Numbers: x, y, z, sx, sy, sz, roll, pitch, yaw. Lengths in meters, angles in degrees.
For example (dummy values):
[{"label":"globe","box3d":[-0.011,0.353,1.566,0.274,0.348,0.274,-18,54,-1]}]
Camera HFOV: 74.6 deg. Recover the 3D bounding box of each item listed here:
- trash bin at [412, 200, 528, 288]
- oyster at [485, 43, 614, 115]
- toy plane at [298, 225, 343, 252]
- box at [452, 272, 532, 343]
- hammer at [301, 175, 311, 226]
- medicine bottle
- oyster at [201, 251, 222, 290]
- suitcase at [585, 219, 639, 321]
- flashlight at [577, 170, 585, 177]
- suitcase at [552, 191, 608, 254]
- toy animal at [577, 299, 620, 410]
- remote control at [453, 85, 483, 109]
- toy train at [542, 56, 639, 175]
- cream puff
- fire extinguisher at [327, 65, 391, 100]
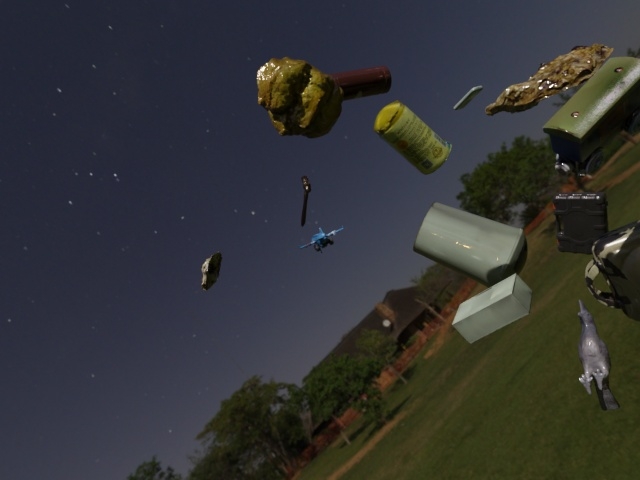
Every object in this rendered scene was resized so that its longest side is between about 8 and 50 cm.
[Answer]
[{"label":"trash bin","box3d":[0.642,0.022,1.781,0.280,0.432,0.280,-52,-23,-34]},{"label":"oyster","box3d":[0.702,-0.487,1.248,0.396,0.110,0.204,-32,9,-7]},{"label":"toy plane","box3d":[0.000,0.000,2.185,0.254,0.105,0.271,-25,-10,-13]},{"label":"box","box3d":[0.545,0.216,1.331,0.225,0.086,0.129,-43,-2,38]},{"label":"hammer","box3d":[-0.045,-0.108,1.233,0.021,0.065,0.178,-6,-40,-11]},{"label":"medicine bottle","box3d":[0.269,-0.310,1.260,0.124,0.239,0.124,-48,17,21]},{"label":"oyster","box3d":[-0.386,0.120,1.459,0.108,0.053,0.165,-77,1,-63]},{"label":"suitcase","box3d":[1.128,0.115,1.480,0.339,0.351,0.194,-27,2,28]},{"label":"flashlight","box3d":[0.841,-0.243,1.356,0.018,0.019,0.083,90,-170,-71]},{"label":"suitcase","box3d":[1.143,-0.074,1.843,0.066,0.206,0.285,-32,-65,-33]},{"label":"toy animal","box3d":[0.823,0.378,1.253,0.081,0.366,0.206,-16,1,37]},{"label":"remote control","box3d":[0.540,-0.520,1.537,0.053,0.017,0.124,-21,-10,-22]},{"label":"toy train","box3d":[0.749,-0.321,1.127,0.299,0.131,0.202,-46,-46,-1]},{"label":"cream puff","box3d":[-0.056,-0.379,1.131,0.244,0.244,0.196,-19,-54,-53]},{"label":"fire extinguisher","box3d":[0.118,-0.623,1.715,0.338,0.114,0.135,-16,-55,-20]}]
